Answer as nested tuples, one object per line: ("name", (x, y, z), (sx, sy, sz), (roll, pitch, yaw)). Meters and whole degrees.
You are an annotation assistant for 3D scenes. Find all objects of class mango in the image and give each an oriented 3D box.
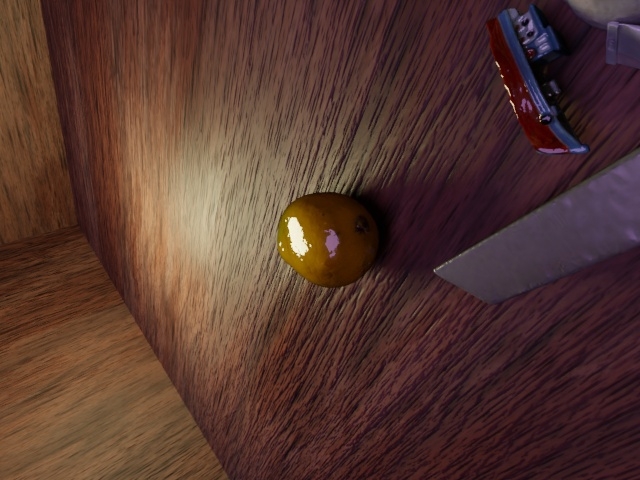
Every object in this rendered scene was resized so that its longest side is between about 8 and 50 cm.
("mango", (0.000, 0.000, 0.798), (0.317, 0.119, 0.176), (-2, 110, 61))

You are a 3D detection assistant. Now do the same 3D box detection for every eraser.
("eraser", (0.273, -0.024, 0.441), (0.077, 0.111, 0.352), (61, 143, 11))

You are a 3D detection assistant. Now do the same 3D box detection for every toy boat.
("toy boat", (0.231, -0.166, 0.453), (0.059, 0.069, 0.173), (-22, 85, 40))

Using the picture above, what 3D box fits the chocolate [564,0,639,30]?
("chocolate", (0.240, -0.330, 0.338), (0.185, 0.100, 0.303), (-20, 96, 50))

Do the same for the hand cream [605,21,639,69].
("hand cream", (0.345, -0.137, 0.350), (0.216, 0.038, 0.052), (34, 154, 34))
